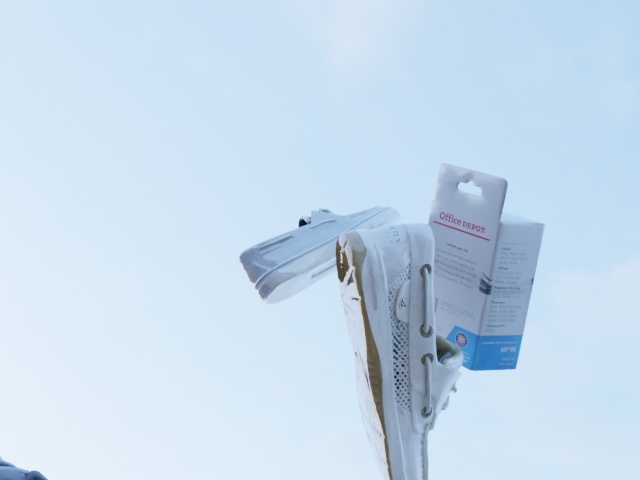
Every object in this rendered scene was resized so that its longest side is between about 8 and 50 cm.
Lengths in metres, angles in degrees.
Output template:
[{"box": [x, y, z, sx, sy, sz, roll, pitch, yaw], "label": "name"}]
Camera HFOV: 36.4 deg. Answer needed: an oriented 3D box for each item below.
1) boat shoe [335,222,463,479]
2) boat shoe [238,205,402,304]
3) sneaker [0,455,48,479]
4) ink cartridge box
[{"box": [0.082, 0.115, 0.853, 0.096, 0.098, 0.277, -13, -65, -10], "label": "boat shoe"}, {"box": [0.000, 0.000, 0.956, 0.063, 0.184, 0.066, 51, -29, 17], "label": "boat shoe"}, {"box": [-0.099, 0.149, 0.376, 0.124, 0.283, 0.107, -22, -55, -14], "label": "sneaker"}, {"box": [0.151, 0.023, 0.931, 0.060, 0.104, 0.180, 3, -78, -32], "label": "ink cartridge box"}]
